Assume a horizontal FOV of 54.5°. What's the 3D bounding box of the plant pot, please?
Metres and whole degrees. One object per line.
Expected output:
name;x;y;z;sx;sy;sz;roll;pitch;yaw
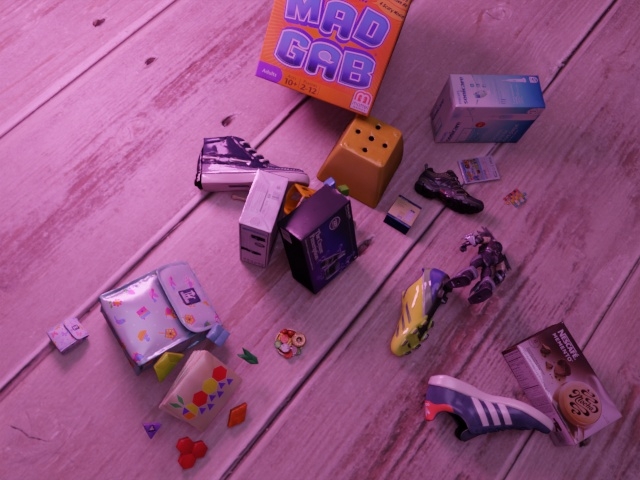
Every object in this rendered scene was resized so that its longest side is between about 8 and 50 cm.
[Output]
plant pot;0.137;-0.264;1.892;0.212;0.187;0.212;29;67;3

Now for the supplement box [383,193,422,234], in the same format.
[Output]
supplement box;0.251;-0.079;1.905;0.083;0.056;0.083;32;68;5

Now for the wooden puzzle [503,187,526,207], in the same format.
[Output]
wooden puzzle;0.633;-0.138;2.011;0.083;0.006;0.049;-34;77;-19

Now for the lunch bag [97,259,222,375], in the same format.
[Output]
lunch bag;-0.417;0.195;1.647;0.262;0.160;0.223;-27;75;-24

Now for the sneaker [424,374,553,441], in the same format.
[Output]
sneaker;0.446;0.487;1.682;0.350;0.131;0.148;18;74;5

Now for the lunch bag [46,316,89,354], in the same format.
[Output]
lunch bag;-0.668;0.249;1.645;0.083;0.053;0.071;-35;78;-28

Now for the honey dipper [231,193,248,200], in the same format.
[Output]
honey dipper;-0.190;-0.114;1.871;0.161;0.030;0.030;12;67;0

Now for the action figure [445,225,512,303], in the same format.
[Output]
action figure;0.474;0.070;1.829;0.185;0.099;0.285;48;41;-1

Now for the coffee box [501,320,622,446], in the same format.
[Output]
coffee box;0.669;0.400;1.742;0.168;0.119;0.297;-23;74;-15

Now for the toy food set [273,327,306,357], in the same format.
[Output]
toy food set;-0.087;0.285;1.731;0.083;0.020;0.082;29;68;3

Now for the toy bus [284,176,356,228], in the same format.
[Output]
toy bus;-0.011;-0.099;1.846;0.191;0.202;0.104;-24;43;-9

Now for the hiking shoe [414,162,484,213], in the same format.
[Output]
hiking shoe;0.416;-0.167;1.948;0.227;0.086;0.114;25;71;3

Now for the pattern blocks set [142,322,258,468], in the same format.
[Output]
pattern blocks set;-0.306;0.387;1.588;0.325;0.026;0.285;-44;112;-18

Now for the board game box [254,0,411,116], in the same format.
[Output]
board game box;0.055;-0.637;1.863;0.357;0.356;0.356;20;29;0

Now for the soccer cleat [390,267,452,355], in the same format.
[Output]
soccer cleat;0.272;0.203;1.795;0.121;0.093;0.289;23;68;34

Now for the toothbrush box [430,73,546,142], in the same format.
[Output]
toothbrush box;0.529;-0.419;1.995;0.296;0.216;0.126;0;68;-9

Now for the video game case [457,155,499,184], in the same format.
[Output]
video game case;0.516;-0.231;2.028;0.122;0.011;0.087;-9;71;-12

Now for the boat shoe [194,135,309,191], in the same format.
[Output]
boat shoe;-0.202;-0.233;1.850;0.341;0.127;0.158;1;77;-4

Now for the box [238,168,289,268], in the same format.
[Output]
box;-0.159;-0.051;1.709;0.087;0.290;0.169;17;69;0

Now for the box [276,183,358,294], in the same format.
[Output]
box;0.000;0.000;1.719;0.103;0.261;0.184;35;66;30
